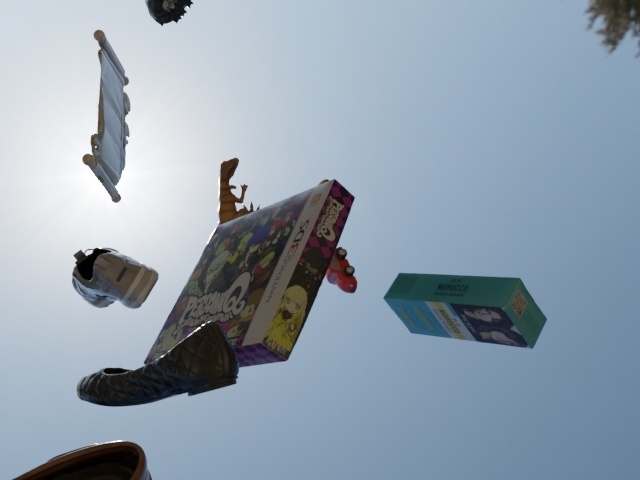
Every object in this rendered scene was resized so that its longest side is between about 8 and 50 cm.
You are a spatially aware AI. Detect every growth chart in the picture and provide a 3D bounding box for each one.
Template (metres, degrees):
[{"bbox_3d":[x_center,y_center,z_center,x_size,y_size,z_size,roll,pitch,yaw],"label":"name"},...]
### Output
[{"bbox_3d":[-0.298,-0.173,1.026,0.021,0.172,0.237,-3,-113,-2],"label":"growth chart"}]

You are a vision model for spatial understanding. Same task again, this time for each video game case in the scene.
[{"bbox_3d":[-0.082,0.048,0.805,0.232,0.042,0.210,-17,-140,47],"label":"video game case"}]

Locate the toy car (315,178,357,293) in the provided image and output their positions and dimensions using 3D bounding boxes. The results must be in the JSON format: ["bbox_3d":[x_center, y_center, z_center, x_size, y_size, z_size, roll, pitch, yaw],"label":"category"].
[{"bbox_3d":[0.000,0.000,1.526,0.053,0.239,0.225,-13,180,-16],"label":"toy car"}]

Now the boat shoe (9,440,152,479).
[{"bbox_3d":[-0.284,0.266,0.618,0.123,0.116,0.324,35,-145,25],"label":"boat shoe"}]

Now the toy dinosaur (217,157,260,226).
[{"bbox_3d":[-0.135,-0.017,1.093,0.064,0.211,0.112,-6,-176,14],"label":"toy dinosaur"}]

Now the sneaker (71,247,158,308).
[{"bbox_3d":[-0.379,0.047,1.250,0.281,0.115,0.105,-6,-130,54],"label":"sneaker"}]

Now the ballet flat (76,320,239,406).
[{"bbox_3d":[-0.127,0.099,0.555,0.173,0.049,0.057,-17,170,35],"label":"ballet flat"}]

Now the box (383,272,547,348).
[{"bbox_3d":[0.224,0.108,1.149,0.244,0.100,0.060,0,-133,50],"label":"box"}]

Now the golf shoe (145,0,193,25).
[{"bbox_3d":[-0.219,-0.438,0.982,0.120,0.272,0.105,20,-153,23],"label":"golf shoe"}]
